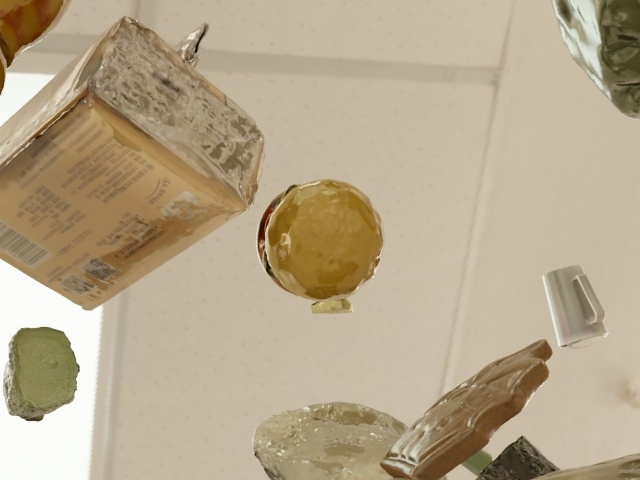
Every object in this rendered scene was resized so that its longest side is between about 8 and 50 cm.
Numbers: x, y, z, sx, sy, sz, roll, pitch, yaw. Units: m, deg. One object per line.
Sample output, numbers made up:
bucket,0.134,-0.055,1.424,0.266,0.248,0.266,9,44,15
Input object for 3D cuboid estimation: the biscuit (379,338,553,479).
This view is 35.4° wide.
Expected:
biscuit,0.158,0.171,1.046,0.215,0.182,0.034,-38,-88,-14

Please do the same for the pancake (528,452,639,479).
pancake,0.149,0.126,0.406,0.242,0.242,0.050,-12,-96,-38

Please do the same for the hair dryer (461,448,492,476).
hair dryer,0.237,0.388,1.794,0.071,0.150,0.047,39,-120,-12

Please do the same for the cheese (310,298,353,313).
cheese,0.023,0.123,1.859,0.044,0.083,0.030,29,-120,-46

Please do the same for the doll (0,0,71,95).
doll,-0.352,-0.226,0.994,0.269,0.167,0.162,-56,-46,-26

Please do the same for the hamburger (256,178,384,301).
hamburger,0.000,0.000,1.256,0.162,0.115,0.162,0,-89,-18

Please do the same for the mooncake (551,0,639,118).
mooncake,0.469,-0.302,1.200,0.357,0.194,0.356,-7,-46,-7

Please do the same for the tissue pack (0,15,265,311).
tissue pack,-0.229,-0.099,1.120,0.239,0.306,0.238,26,-130,-35

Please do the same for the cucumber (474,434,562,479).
cucumber,0.246,0.292,0.977,0.062,0.211,0.078,-19,-32,-53

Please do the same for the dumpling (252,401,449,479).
dumpling,0.064,0.284,1.216,0.243,0.175,0.227,57,-141,-3

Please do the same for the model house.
model house,-0.262,0.128,0.901,0.066,0.083,0.078,5,-120,-39

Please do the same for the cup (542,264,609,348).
cup,0.374,0.095,1.457,0.074,0.104,0.116,-10,-104,-15
